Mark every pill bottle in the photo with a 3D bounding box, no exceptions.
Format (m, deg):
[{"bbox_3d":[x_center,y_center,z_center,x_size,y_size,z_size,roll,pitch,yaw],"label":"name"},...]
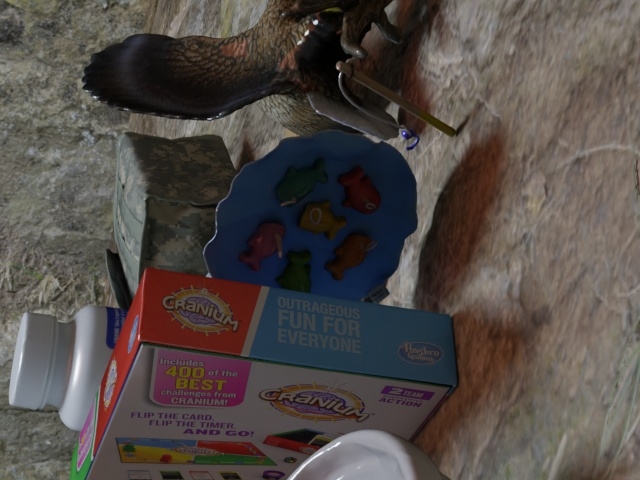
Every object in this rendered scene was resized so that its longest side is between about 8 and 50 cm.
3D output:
[{"bbox_3d":[-0.227,0.159,1.691,0.152,0.272,0.152,-170,90,-75],"label":"pill bottle"}]

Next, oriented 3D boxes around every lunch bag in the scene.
[{"bbox_3d":[-0.194,0.027,1.868,0.235,0.169,0.287,-119,32,-61],"label":"lunch bag"}]

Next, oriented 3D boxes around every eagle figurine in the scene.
[{"bbox_3d":[-0.049,-0.170,1.330,0.298,0.226,0.225,-31,19,41],"label":"eagle figurine"}]

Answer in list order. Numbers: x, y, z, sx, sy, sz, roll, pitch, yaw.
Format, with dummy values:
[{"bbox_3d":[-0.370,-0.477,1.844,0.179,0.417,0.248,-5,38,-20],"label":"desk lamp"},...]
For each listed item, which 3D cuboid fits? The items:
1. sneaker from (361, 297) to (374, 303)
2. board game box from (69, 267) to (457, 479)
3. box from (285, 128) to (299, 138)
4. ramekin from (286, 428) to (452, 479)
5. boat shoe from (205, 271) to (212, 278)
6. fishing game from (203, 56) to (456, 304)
[{"bbox_3d":[0.003,0.041,1.279,0.080,0.081,0.211,-103,28,-58],"label":"sneaker"},{"bbox_3d":[-0.059,0.148,1.143,0.316,0.242,0.064,120,155,-51],"label":"board game box"},{"bbox_3d":[-0.008,-0.101,1.523,0.164,0.021,0.201,122,154,-55],"label":"box"},{"bbox_3d":[0.031,0.260,0.847,0.273,0.127,0.273,-51,22,30],"label":"ramekin"},{"bbox_3d":[-0.041,0.025,1.474,0.226,0.076,0.083,-28,44,52],"label":"boat shoe"},{"bbox_3d":[0.000,0.000,1.105,0.264,0.189,0.041,-52,41,8],"label":"fishing game"}]
